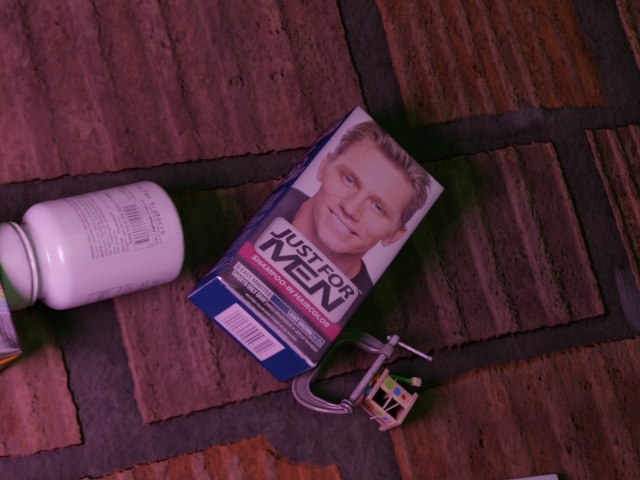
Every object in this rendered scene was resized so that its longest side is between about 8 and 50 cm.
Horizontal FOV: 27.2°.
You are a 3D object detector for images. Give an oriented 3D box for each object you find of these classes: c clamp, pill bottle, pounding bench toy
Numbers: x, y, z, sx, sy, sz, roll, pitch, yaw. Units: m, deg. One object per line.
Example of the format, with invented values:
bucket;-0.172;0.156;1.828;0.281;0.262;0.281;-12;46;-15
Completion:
c clamp;0.046;0.171;1.728;0.137;0.022;0.160;29;58;25
pill bottle;-0.290;0.012;1.575;0.229;0.131;0.131;-14;80;-32
pounding bench toy;0.090;0.199;1.763;0.065;0.052;0.083;42;58;-9

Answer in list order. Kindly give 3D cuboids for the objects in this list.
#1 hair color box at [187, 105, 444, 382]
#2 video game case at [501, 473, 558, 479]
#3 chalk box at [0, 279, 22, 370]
hair color box;0.000;0.000;1.755;0.174;0.105;0.347;43;57;-9
video game case;0.270;0.421;1.801;0.173;0.022;0.190;-1;73;-29
chalk box;-0.438;0.056;1.479;0.132;0.132;0.213;-14;79;-30
